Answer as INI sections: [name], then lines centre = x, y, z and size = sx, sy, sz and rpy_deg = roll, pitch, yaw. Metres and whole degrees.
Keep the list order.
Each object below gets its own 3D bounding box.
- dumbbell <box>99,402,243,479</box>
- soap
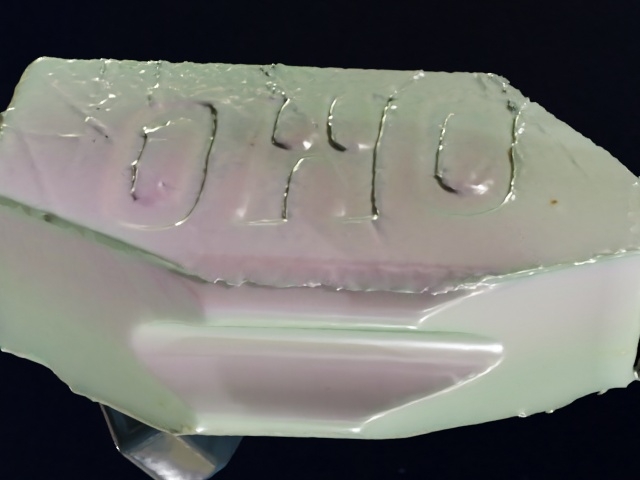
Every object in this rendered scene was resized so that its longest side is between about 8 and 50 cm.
[dumbbell]
centre = -0.035, 0.083, 1.245
size = 0.325, 0.160, 0.144
rpy_deg = -32, -142, 16
[soap]
centre = 0.000, 0.000, 0.999
size = 0.261, 0.446, 0.156
rpy_deg = -82, 174, -52
